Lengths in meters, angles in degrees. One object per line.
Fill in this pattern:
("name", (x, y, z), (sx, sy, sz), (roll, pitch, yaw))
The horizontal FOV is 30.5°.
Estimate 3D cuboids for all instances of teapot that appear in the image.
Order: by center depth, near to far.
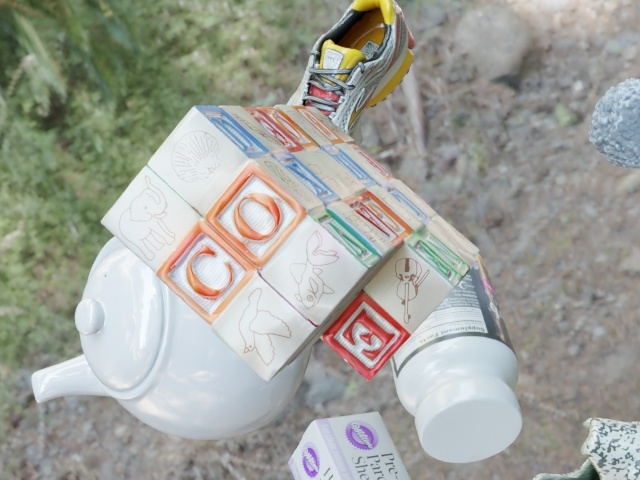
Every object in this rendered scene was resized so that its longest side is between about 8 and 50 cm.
("teapot", (-0.137, 0.068, 1.093), (0.187, 0.256, 0.252), (5, 11, -41))

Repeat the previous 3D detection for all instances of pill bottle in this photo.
("pill bottle", (0.170, 0.142, 1.549), (0.162, 0.162, 0.278), (-19, 44, 8))

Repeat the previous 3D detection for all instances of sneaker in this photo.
("sneaker", (0.006, -0.137, 1.087), (0.088, 0.093, 0.225), (23, 72, 21))
("sneaker", (0.301, 0.294, 1.253), (0.182, 0.410, 0.158), (16, 47, 4))

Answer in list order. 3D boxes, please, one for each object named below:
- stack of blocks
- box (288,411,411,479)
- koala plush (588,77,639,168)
("stack of blocks", (0.000, 0.000, 0.760), (0.087, 0.171, 0.297), (-49, -6, 13))
("box", (0.068, 0.275, 0.859), (0.067, 0.063, 0.324), (-1, 47, -30))
("koala plush", (0.331, -0.135, 0.913), (0.203, 0.196, 0.221), (21, 15, 7))
